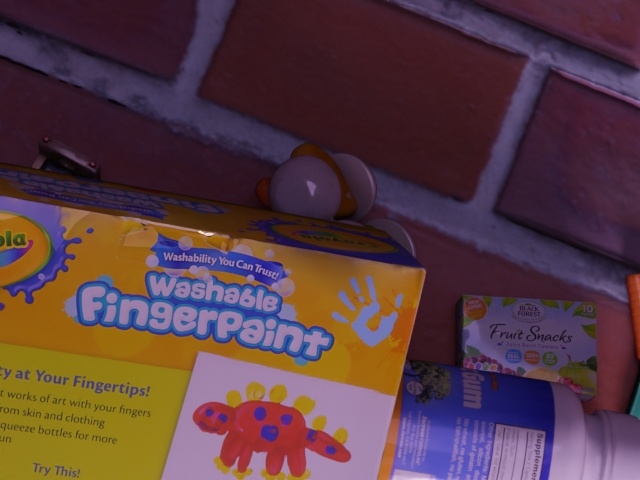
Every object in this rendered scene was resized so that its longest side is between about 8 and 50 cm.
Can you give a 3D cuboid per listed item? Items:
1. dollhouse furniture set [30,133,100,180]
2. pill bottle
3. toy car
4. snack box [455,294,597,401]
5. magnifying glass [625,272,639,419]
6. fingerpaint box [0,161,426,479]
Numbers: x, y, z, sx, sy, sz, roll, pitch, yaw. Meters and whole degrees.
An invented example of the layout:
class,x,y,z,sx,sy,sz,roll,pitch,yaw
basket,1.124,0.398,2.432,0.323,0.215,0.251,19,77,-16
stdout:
class,x,y,z,sx,sy,sz,roll,pitch,yaw
dollhouse furniture set,-0.223,0.008,1.642,0.184,0.129,0.129,28,73,2
pill bottle,0.168,0.204,1.623,0.272,0.152,0.152,9,73,-5
toy car,0.000,0.000,1.679,0.136,0.159,0.182,-35,80,20
snack box,0.211,0.111,1.715,0.141,0.037,0.100,3,72,-6
magnifying glass,0.347,0.147,1.728,0.092,0.026,0.231,-4,74,-8
fingerpaint box,-0.171,0.143,1.489,0.445,0.163,0.371,9,101,-14
